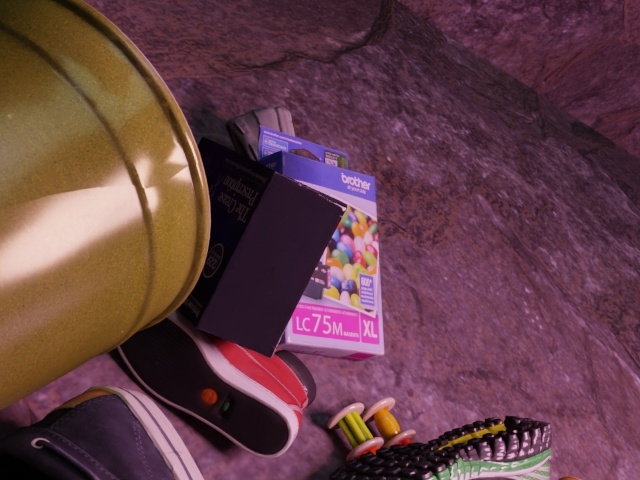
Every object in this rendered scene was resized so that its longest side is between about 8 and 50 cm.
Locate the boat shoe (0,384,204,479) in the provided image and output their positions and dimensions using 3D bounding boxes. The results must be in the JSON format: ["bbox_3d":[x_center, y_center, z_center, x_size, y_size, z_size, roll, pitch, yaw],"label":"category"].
[{"bbox_3d":[-0.109,0.325,0.749,0.156,0.186,0.500,-6,48,-48],"label":"boat shoe"}]

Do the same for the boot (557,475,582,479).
[{"bbox_3d":[0.285,0.400,1.210,0.211,0.104,0.295,25,35,-28],"label":"boot"}]

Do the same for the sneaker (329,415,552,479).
[{"bbox_3d":[0.140,0.305,1.105,0.344,0.134,0.146,-7,90,-30],"label":"sneaker"}]

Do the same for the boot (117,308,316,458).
[{"bbox_3d":[-0.117,0.134,1.125,0.244,0.088,0.176,38,17,0],"label":"boot"}]

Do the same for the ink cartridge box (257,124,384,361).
[{"bbox_3d":[0.000,0.000,1.327,0.186,0.065,0.311,13,66,-42],"label":"ink cartridge box"}]

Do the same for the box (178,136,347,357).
[{"bbox_3d":[-0.099,-0.002,1.113,0.103,0.184,0.261,23,3,-27],"label":"box"}]

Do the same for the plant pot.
[{"bbox_3d":[-0.335,0.011,0.777,0.366,0.366,0.353,42,39,1],"label":"plant pot"}]

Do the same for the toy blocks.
[{"bbox_3d":[0.087,0.271,1.199,0.123,0.054,0.148,2,47,-51],"label":"toy blocks"}]

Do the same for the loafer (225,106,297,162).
[{"bbox_3d":[-0.080,-0.070,1.450,0.112,0.112,0.319,-8,50,-5],"label":"loafer"}]
